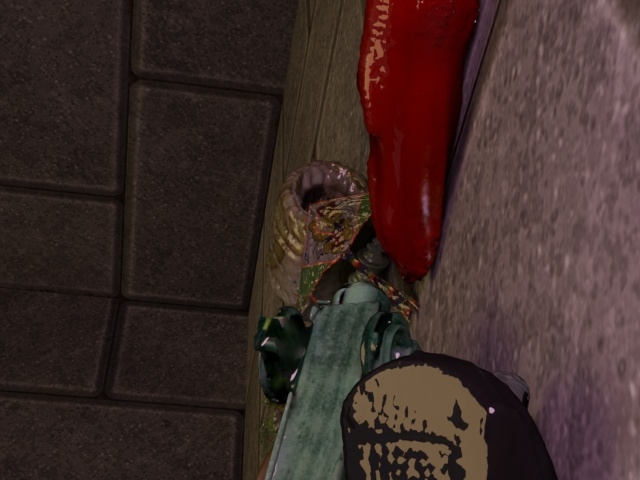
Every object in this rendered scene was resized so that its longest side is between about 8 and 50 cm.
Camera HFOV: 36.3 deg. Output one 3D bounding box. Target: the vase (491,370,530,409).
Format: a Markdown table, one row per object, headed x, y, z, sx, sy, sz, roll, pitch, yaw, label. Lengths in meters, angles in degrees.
| x | y | z | sx | sy | sz | roll | pitch | yaw | label |
| --- | --- | --- | --- | --- | --- | --- | --- | --- | --- |
| 0.103 | 0.179 | 0.649 | 0.060 | 0.060 | 0.211 | -98 | 15 | -63 | vase |

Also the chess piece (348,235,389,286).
| x | y | z | sx | sy | sz | roll | pitch | yaw | label |
| --- | --- | --- | --- | --- | --- | --- | --- | --- | --- |
| 0.051 | 0.054 | 1.196 | 0.059 | 0.059 | 0.149 | -95 | 17 | -56 | chess piece |

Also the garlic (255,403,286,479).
| x | y | z | sx | sy | sz | roll | pitch | yaw | label |
| --- | --- | --- | --- | --- | --- | --- | --- | --- | --- |
| -0.023 | 0.332 | 1.275 | 0.217 | 0.110 | 0.228 | -117 | 30 | -50 | garlic |

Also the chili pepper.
| x | y | z | sx | sy | sz | roll | pitch | yaw | label |
| --- | --- | --- | --- | --- | --- | --- | --- | --- | --- |
| 0.087 | -0.144 | 0.907 | 0.110 | 0.110 | 0.388 | -104 | 16 | -70 | chili pepper |

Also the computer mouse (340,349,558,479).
| x | y | z | sx | sy | sz | roll | pitch | yaw | label |
| --- | --- | --- | --- | --- | --- | --- | --- | --- | --- |
| 0.086 | 0.198 | 0.571 | 0.137 | 0.086 | 0.270 | -14 | 77 | 49 | computer mouse |

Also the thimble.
| x | y | z | sx | sy | sz | roll | pitch | yaw | label |
| --- | --- | --- | --- | --- | --- | --- | --- | --- | --- |
| 0.000 | 0.000 | 1.267 | 0.190 | 0.137 | 0.143 | -72 | -3 | -52 | thimble |

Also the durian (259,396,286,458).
| x | y | z | sx | sy | sz | roll | pitch | yaw | label |
| --- | --- | --- | --- | --- | --- | --- | --- | --- | --- |
| -0.048 | 0.308 | 1.576 | 0.086 | 0.100 | 0.215 | -100 | 10 | -54 | durian |

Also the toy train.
| x | y | z | sx | sy | sz | roll | pitch | yaw | label |
| --- | --- | --- | --- | --- | --- | --- | --- | --- | --- |
| 0.013 | 0.187 | 0.727 | 0.202 | 0.120 | 0.301 | 62 | -145 | -47 | toy train |

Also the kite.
| x | y | z | sx | sy | sz | roll | pitch | yaw | label |
| --- | --- | --- | --- | --- | --- | --- | --- | --- | --- |
| 0.035 | 0.023 | 1.088 | 0.198 | 0.006 | 0.244 | -53 | 40 | 11 | kite |
